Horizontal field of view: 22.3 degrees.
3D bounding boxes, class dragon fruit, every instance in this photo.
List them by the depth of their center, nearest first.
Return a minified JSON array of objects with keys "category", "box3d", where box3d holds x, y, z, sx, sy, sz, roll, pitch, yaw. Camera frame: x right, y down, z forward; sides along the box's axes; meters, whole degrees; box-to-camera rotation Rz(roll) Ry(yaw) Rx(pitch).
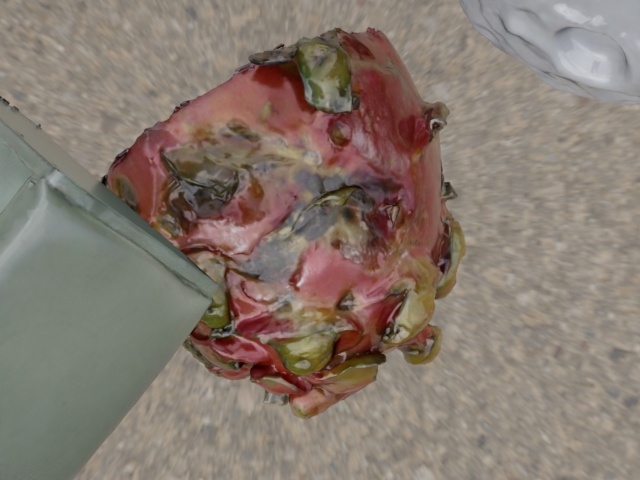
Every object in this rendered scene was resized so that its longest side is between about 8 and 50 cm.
[{"category":"dragon fruit","box3d":[0.000,0.000,1.327,0.296,0.314,0.263,-33,85,15]}]

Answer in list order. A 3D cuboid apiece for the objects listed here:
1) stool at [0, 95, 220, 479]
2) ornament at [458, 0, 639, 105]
[{"category":"stool","box3d":[-0.252,0.033,1.069,0.243,0.270,0.170,-51,137,0]},{"category":"ornament","box3d":[0.240,-0.245,1.068,0.337,0.337,0.337,0,91,-2]}]
